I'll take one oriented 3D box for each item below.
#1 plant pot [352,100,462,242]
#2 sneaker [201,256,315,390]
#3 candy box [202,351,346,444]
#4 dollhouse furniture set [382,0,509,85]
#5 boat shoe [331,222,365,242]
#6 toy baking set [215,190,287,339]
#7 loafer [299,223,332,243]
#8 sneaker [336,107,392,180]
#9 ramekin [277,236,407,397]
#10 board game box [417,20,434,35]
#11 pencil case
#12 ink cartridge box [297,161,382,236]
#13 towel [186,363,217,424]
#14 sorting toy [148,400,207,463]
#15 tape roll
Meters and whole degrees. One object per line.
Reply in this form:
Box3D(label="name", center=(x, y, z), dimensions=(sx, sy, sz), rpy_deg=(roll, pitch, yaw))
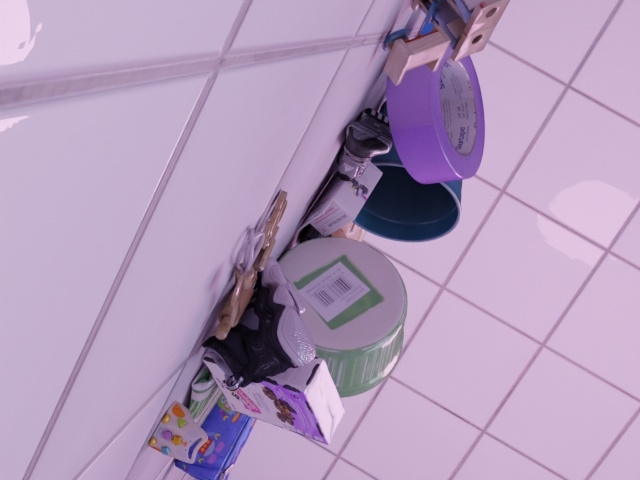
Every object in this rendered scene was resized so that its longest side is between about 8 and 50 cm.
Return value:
Box3D(label="plant pot", center=(0.193, -0.175, 1.837), dimensions=(0.272, 0.271, 0.255), rpy_deg=(115, -6, -57))
Box3D(label="sneaker", center=(-0.104, 0.126, 1.274), dimensions=(0.153, 0.101, 0.268), rpy_deg=(-29, -153, 3))
Box3D(label="candy box", center=(-0.074, 0.236, 1.353), dimensions=(0.070, 0.196, 0.165), rpy_deg=(-58, 146, -31))
Box3D(label="dollhouse furniture set", center=(0.173, -0.357, 1.308), dimensions=(0.183, 0.129, 0.129), rpy_deg=(-25, 160, -23))
Box3D(label="boat shoe", center=(0.073, -0.073, 2.238), dimensions=(0.098, 0.109, 0.302), rpy_deg=(-7, 142, -33))
Box3D(label="toy baking set", center=(-0.101, 0.036, 1.142), dimensions=(0.256, 0.030, 0.197), rpy_deg=(-66, 177, -55))
Box3D(label="loafer", center=(0.000, 0.000, 1.832), dimensions=(0.076, 0.078, 0.223), rpy_deg=(-60, 177, -8))
Box3D(label="sneaker", center=(0.072, -0.157, 1.552), dimensions=(0.132, 0.086, 0.229), rpy_deg=(-59, 178, 24))
Box3D(label="ramekin", center=(0.025, 0.138, 1.625), dimensions=(0.303, 0.303, 0.148), rpy_deg=(-57, 166, -35))
Box3D(label="board game box", center=(0.314, -0.531, 1.877), dimensions=(0.302, 0.086, 0.308), rpy_deg=(-57, 175, -37))
Box3D(label="pencil case", center=(-0.208, 0.418, 1.913), dimensions=(0.306, 0.133, 0.119), rpy_deg=(-60, 144, -11))
Box3D(label="ink cartridge box", center=(0.038, -0.076, 1.649), dimensions=(0.104, 0.061, 0.181), rpy_deg=(-32, -160, 50))
Box3D(label="towel", center=(-0.188, 0.244, 1.555), dimensions=(0.248, 0.038, 0.325), rpy_deg=(-57, 177, -34))
Box3D(label="sorting toy", center=(-0.217, 0.305, 1.289), dimensions=(0.083, 0.075, 0.045), rpy_deg=(-61, 177, 2))
Box3D(label="tape roll", center=(0.224, -0.248, 1.583), dimensions=(0.275, 0.090, 0.275), rpy_deg=(12, 76, -58))
